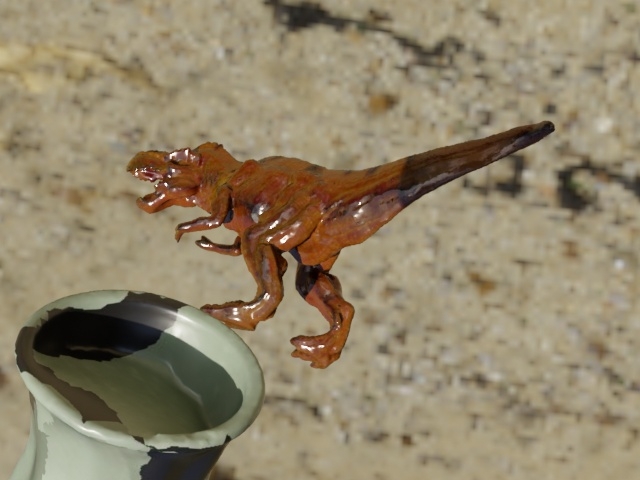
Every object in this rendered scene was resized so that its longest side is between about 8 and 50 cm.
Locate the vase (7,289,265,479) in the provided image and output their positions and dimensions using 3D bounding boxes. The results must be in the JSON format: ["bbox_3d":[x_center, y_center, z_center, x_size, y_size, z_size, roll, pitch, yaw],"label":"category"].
[{"bbox_3d":[-0.123,0.201,0.938,0.165,0.165,0.360,11,121,-11],"label":"vase"}]

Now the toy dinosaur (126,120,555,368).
[{"bbox_3d":[0.000,0.000,1.634,0.432,0.208,0.097,3,164,31],"label":"toy dinosaur"}]
